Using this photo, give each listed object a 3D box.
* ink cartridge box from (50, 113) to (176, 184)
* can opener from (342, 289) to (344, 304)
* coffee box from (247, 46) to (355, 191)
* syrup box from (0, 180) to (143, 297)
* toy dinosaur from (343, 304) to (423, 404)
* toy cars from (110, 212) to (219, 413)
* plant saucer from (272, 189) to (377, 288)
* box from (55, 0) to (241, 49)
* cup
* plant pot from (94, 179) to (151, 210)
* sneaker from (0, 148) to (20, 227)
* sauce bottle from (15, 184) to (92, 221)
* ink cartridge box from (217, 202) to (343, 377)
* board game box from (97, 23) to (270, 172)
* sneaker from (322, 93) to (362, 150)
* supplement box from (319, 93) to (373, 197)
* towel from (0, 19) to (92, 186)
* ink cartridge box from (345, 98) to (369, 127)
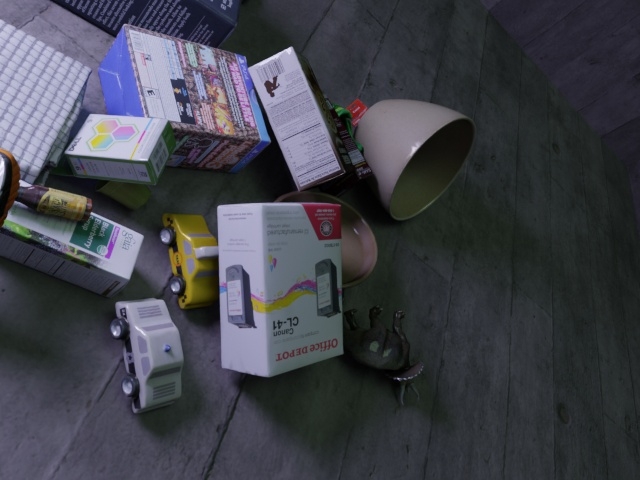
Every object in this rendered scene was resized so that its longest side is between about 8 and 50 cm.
[{"bbox_3d":[-0.376,-0.165,1.024,0.209,0.062,0.109,6,51,9],"label":"ink cartridge box"},{"bbox_3d":[0.013,0.065,1.357,0.059,0.073,0.186,-14,67,-7],"label":"can opener"},{"bbox_3d":[-0.037,-0.272,1.337,0.168,0.118,0.297,-39,106,-76],"label":"coffee box"},{"bbox_3d":[-0.423,-0.002,0.944,0.236,0.096,0.093,28,50,-27],"label":"syrup box"},{"bbox_3d":[0.129,0.234,1.304,0.313,0.121,0.160,32,33,-31],"label":"toy dinosaur"},{"bbox_3d":[-0.250,0.106,1.022,0.176,0.087,0.394,47,40,-32],"label":"toy cars"},{"bbox_3d":[0.000,0.000,1.333,0.277,0.041,0.278,14,49,-17],"label":"plant saucer"},{"bbox_3d":[-0.384,-0.607,1.274,0.395,0.212,0.294,26,50,-31],"label":"box"},{"bbox_3d":[0.226,-0.255,1.595,0.237,0.331,0.331,43,35,26],"label":"cup"},{"bbox_3d":[-0.363,-0.099,1.083,0.079,0.083,0.083,44,41,-31],"label":"plant pot"},{"bbox_3d":[-0.511,-0.019,0.780,0.121,0.262,0.099,30,5,-17],"label":"sneaker"},{"bbox_3d":[-0.418,-0.060,0.882,0.128,0.042,0.042,13,57,-35],"label":"sauce bottle"},{"bbox_3d":[-0.071,0.082,1.106,0.226,0.131,0.306,-4,92,-49],"label":"ink cartridge box"},{"bbox_3d":[-0.284,-0.285,1.219,0.291,0.141,0.232,1,65,-43],"label":"board game box"},{"bbox_3d":[0.023,-0.337,1.557,0.109,0.123,0.296,-28,85,-48],"label":"sneaker"},{"bbox_3d":[0.015,-0.236,1.482,0.073,0.130,0.239,-28,87,-49],"label":"supplement box"},{"bbox_3d":[-0.539,-0.228,0.964,0.235,0.121,0.284,29,47,-30],"label":"towel"},{"bbox_3d":[0.128,-0.358,1.715,0.115,0.063,0.029,43,41,-15],"label":"ink cartridge box"}]
